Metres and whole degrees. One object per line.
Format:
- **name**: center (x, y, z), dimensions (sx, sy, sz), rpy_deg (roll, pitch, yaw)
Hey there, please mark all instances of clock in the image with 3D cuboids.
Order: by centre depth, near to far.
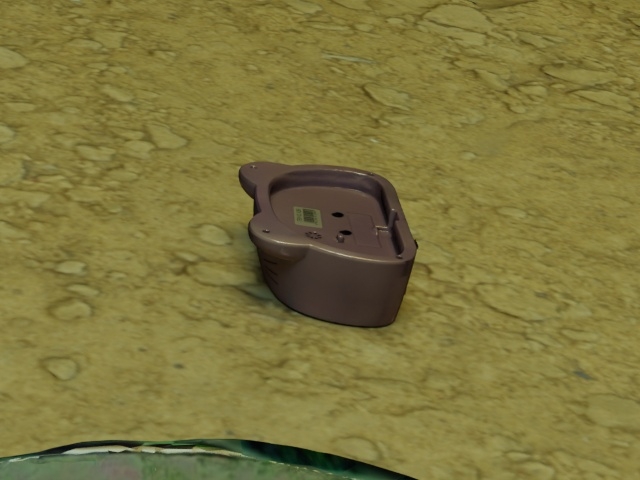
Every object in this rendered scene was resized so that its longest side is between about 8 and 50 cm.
- **clock**: center (0.000, 0.000, 1.214), dimensions (0.110, 0.050, 0.152), rpy_deg (7, 23, -10)

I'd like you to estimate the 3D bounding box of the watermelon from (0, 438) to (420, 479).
- **watermelon**: center (-0.098, 0.200, 0.601), dimensions (0.292, 0.319, 0.222), rpy_deg (27, -12, 6)
